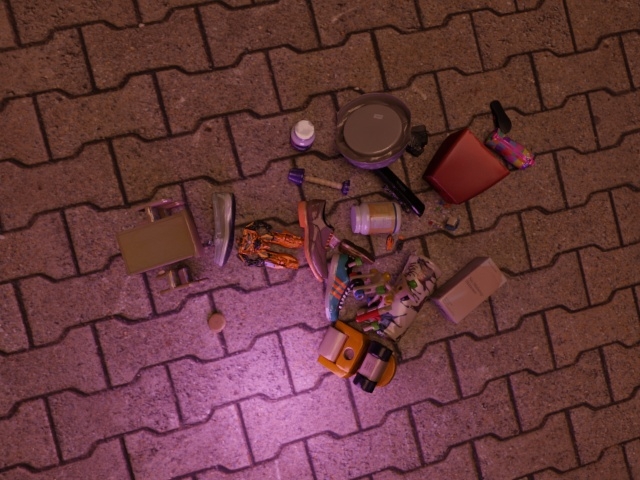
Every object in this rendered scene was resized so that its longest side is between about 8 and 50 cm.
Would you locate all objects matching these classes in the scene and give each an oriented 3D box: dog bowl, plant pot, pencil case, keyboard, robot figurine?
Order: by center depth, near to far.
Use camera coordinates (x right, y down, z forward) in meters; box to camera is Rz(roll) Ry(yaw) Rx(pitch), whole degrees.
[{"bbox_3d":[0.228,-0.468,1.749,0.349,0.102,0.348,-3,71,10],"label":"dog bowl"},{"bbox_3d":[-0.226,0.025,1.751,0.291,0.085,0.210,12,87,-7],"label":"robot figurine"},{"bbox_3d":[0.370,0.248,1.783,0.184,0.160,0.410,35,85,-19],"label":"pencil case"},{"bbox_3d":[0.613,-0.306,1.785,0.267,0.267,0.236,45,97,-4],"label":"plant pot"},{"bbox_3d":[0.343,-0.223,1.791,0.317,0.201,0.033,45,123,-3],"label":"keyboard"},{"bbox_3d":[0.891,-0.429,1.886,0.237,0.104,0.104,32,85,-3],"label":"pencil case"}]

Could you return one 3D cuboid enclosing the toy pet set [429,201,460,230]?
[{"bbox_3d":[0.590,-0.100,1.878,0.114,0.065,0.122,26,82,29],"label":"toy pet set"}]

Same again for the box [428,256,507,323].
[{"bbox_3d":[0.673,0.222,1.839,0.311,0.121,0.148,-40,93,-6],"label":"box"}]

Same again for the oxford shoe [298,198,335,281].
[{"bbox_3d":[0.000,0.000,1.734,0.133,0.130,0.363,-10,99,11],"label":"oxford shoe"}]

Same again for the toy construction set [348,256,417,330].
[{"bbox_3d":[0.261,0.210,1.592,0.238,0.308,0.257,-23,108,15],"label":"toy construction set"}]

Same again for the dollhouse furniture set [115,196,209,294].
[{"bbox_3d":[-0.547,0.006,1.552,0.257,0.394,0.361,-17,90,2],"label":"dollhouse furniture set"}]

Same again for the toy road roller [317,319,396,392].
[{"bbox_3d":[0.175,0.510,1.762,0.330,0.241,0.202,25,85,31],"label":"toy road roller"}]

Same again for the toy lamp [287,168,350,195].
[{"bbox_3d":[-0.008,-0.266,1.787,0.275,0.080,0.080,10,88,-7],"label":"toy lamp"}]

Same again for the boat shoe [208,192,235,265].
[{"bbox_3d":[-0.428,-0.050,1.718,0.103,0.118,0.319,3,85,-1],"label":"boat shoe"}]

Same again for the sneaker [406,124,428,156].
[{"bbox_3d":[0.390,-0.441,1.833,0.228,0.087,0.130,-14,84,-12],"label":"sneaker"}]

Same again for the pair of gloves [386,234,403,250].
[{"bbox_3d":[0.345,0.011,1.859,0.084,0.010,0.074,7,87,-9],"label":"pair of gloves"}]

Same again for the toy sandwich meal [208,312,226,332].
[{"bbox_3d":[-0.448,0.359,1.748,0.086,0.029,0.085,0,80,0],"label":"toy sandwich meal"}]

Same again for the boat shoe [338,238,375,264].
[{"bbox_3d":[0.163,0.060,1.816,0.178,0.064,0.060,30,116,-4],"label":"boat shoe"}]

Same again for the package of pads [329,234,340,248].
[{"bbox_3d":[0.045,-0.007,1.812,0.083,0.032,0.050,45,88,-4],"label":"package of pads"}]

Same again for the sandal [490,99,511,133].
[{"bbox_3d":[0.860,-0.587,1.922,0.067,0.040,0.179,-13,76,-12],"label":"sandal"}]

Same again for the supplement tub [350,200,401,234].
[{"bbox_3d":[0.244,-0.098,1.781,0.200,0.144,0.144,-3,89,-7],"label":"supplement tub"}]

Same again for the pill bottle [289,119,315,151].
[{"bbox_3d":[-0.077,-0.452,1.730,0.108,0.180,0.107,0,89,-7],"label":"pill bottle"}]

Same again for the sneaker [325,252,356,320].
[{"bbox_3d":[0.095,0.210,1.762,0.121,0.108,0.301,7,87,15],"label":"sneaker"}]
